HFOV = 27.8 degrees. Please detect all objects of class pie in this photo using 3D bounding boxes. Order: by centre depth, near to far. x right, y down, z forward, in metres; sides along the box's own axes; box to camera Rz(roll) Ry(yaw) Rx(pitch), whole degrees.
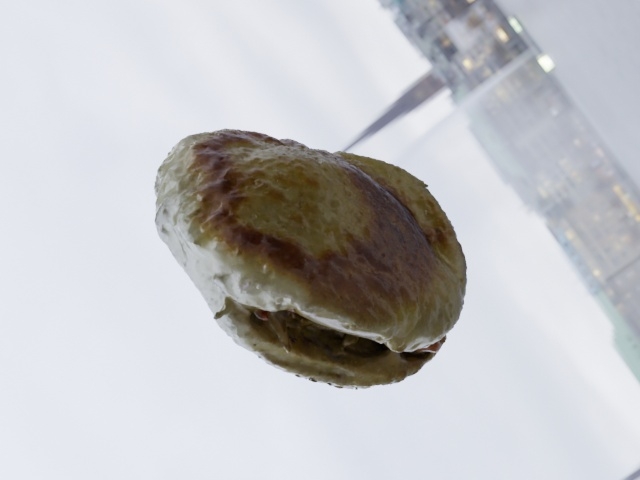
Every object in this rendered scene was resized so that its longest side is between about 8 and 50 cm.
[{"bbox_3d":[0.000,0.000,0.784,0.205,0.084,0.179,12,-137,-34],"label":"pie"}]
